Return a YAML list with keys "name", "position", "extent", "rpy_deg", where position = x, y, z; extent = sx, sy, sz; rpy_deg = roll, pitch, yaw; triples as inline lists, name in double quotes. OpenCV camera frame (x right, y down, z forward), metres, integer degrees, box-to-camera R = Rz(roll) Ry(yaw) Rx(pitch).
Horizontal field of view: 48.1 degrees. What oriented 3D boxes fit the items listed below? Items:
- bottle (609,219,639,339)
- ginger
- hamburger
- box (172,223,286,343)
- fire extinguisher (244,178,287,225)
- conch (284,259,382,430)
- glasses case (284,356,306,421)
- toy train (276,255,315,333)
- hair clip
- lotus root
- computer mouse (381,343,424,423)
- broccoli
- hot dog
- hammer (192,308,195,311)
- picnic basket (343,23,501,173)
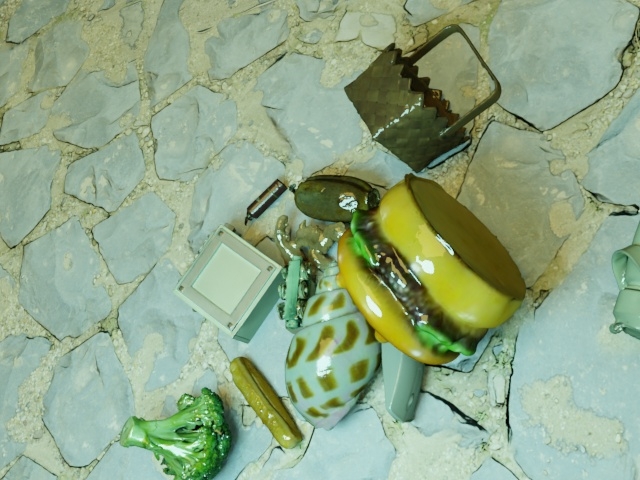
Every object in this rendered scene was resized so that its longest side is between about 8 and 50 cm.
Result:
- name: "bottle"
  position: [0.692, 0.066, 1.417]
  extent: [0.229, 0.229, 0.352]
  rpy_deg: [24, 85, 33]
- name: "ginger"
  position: [-0.002, 0.015, 1.876]
  extent: [0.258, 0.065, 0.149]
  rpy_deg: [5, 107, 23]
- name: "hamburger"
  position: [0.230, 0.080, 1.553]
  extent: [0.277, 0.395, 0.396]
  rpy_deg: [-44, 54, 24]
- name: "box"
  position: [-0.233, 0.113, 1.908]
  extent: [0.225, 0.117, 0.225]
  rpy_deg: [33, 86, 22]
- name: "fire extinguisher"
  position: [-0.166, -0.111, 2.046]
  extent: [0.157, 0.045, 0.078]
  rpy_deg: [-45, 28, 5]
- name: "conch"
  position: [0.025, 0.244, 1.690]
  extent: [0.249, 0.197, 0.368]
  rpy_deg: [-10, 52, 26]
- name: "glasses case"
  position: [-0.043, 0.359, 1.773]
  extent: [0.067, 0.045, 0.178]
  rpy_deg: [-24, 60, 14]
- name: "toy train"
  position: [-0.055, 0.140, 1.828]
  extent: [0.080, 0.125, 0.194]
  rpy_deg: [-4, 64, 19]
- name: "hair clip"
  position: [-0.305, 0.055, 2.037]
  extent: [0.140, 0.054, 0.220]
  rpy_deg: [28, 83, 30]
- name: "lotus root"
  position: [0.039, -0.107, 1.880]
  extent: [0.241, 0.123, 0.124]
  rpy_deg: [11, 37, 31]
- name: "computer mouse"
  position: [0.193, 0.298, 1.628]
  extent: [0.079, 0.128, 0.231]
  rpy_deg: [-14, 64, 29]
- name: "broccoli"
  position: [-0.358, 0.489, 1.762]
  extent: [0.269, 0.269, 0.254]
  rpy_deg: [-23, 47, 18]
- name: "hot dog"
  position: [-0.142, 0.404, 1.785]
  extent: [0.061, 0.088, 0.286]
  rpy_deg: [-48, 53, 8]
- name: "hammer"
  position: [-0.332, 0.152, 2.036]
  extent: [0.035, 0.019, 0.110]
  rpy_deg: [1, 64, 28]
- name: "picnic basket"
  position: [0.262, -0.358, 1.774]
  extent: [0.321, 0.291, 0.254]
  rpy_deg: [-35, 57, 21]
